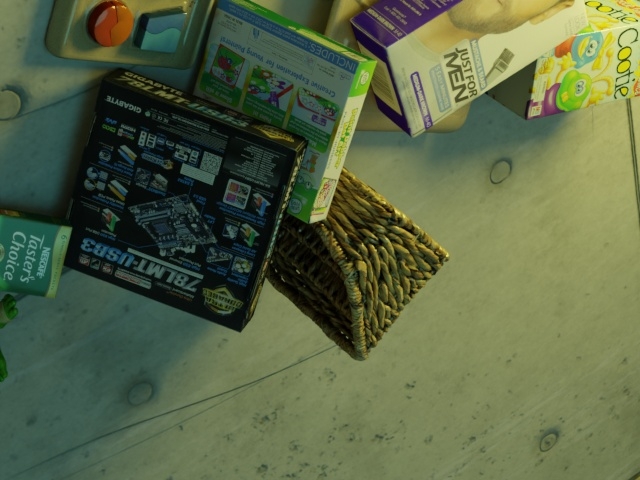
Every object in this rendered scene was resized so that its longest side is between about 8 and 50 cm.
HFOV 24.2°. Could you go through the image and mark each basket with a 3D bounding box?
[{"bbox_3d":[0.000,0.000,2.246,0.223,0.299,0.213,-50,139,3],"label":"basket"}]

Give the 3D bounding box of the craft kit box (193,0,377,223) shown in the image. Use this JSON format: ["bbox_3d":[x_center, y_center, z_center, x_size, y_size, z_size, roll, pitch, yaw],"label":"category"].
[{"bbox_3d":[-0.067,-0.187,2.112,0.061,0.249,0.247,-14,129,-57],"label":"craft kit box"}]

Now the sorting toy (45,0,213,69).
[{"bbox_3d":[-0.227,-0.377,2.009,0.229,0.041,0.307,2,117,-38],"label":"sorting toy"}]

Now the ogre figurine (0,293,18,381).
[{"bbox_3d":[-0.500,0.137,2.109,0.118,0.097,0.197,1,116,-38],"label":"ogre figurine"}]

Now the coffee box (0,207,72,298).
[{"bbox_3d":[-0.444,0.012,2.067,0.184,0.040,0.113,11,103,-25],"label":"coffee box"}]

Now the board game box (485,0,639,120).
[{"bbox_3d":[0.414,-0.310,2.464,0.275,0.142,0.144,-14,126,-29],"label":"board game box"}]

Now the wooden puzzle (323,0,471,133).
[{"bbox_3d":[0.130,-0.325,2.293,0.322,0.080,0.348,-1,124,-36],"label":"wooden puzzle"}]

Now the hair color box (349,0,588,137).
[{"bbox_3d":[0.227,-0.324,2.229,0.338,0.110,0.185,-34,136,-12],"label":"hair color box"}]

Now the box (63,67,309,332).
[{"bbox_3d":[-0.198,-0.054,2.098,0.073,0.295,0.293,-56,165,-65],"label":"box"}]
